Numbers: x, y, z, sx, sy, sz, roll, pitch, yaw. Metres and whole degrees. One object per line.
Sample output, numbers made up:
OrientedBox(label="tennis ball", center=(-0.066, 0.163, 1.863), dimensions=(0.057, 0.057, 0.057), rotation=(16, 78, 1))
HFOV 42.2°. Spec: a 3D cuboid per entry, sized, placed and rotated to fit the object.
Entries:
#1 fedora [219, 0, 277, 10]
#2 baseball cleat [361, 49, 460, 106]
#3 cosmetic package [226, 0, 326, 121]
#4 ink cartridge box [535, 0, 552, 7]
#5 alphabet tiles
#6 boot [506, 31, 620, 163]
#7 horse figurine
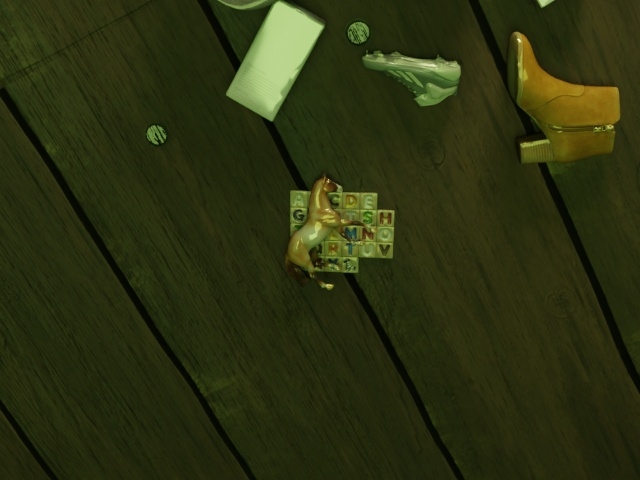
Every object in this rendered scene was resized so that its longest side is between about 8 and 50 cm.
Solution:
OrientedBox(label="fedora", center=(-0.125, -0.589, 1.603), dimensions=(0.243, 0.124, 0.275), rotation=(35, 105, -11))
OrientedBox(label="baseball cleat", center=(0.184, -0.333, 1.714), dimensions=(0.206, 0.072, 0.109), rotation=(8, 120, 6))
OrientedBox(label="cosmetic package", center=(-0.091, -0.377, 1.714), dimensions=(0.117, 0.085, 0.231), rotation=(30, 110, -8))
OrientedBox(label="ink cartridge box", center=(0.437, -0.547, 1.603), dimensions=(0.109, 0.063, 0.150), rotation=(-29, 107, 16))
OrientedBox(label="alphabet tiles", center=(0.049, -0.017, 1.893), dimensions=(0.237, 0.009, 0.198), rotation=(2, 113, 5))
OrientedBox(label="boot", center=(0.499, -0.299, 1.693), dimensions=(0.211, 0.104, 0.295), rotation=(-11, 117, 4))
OrientedBox(label="horse figurine", center=(0.000, 0.000, 1.866), dimensions=(0.174, 0.066, 0.263), rotation=(33, 110, -15))
